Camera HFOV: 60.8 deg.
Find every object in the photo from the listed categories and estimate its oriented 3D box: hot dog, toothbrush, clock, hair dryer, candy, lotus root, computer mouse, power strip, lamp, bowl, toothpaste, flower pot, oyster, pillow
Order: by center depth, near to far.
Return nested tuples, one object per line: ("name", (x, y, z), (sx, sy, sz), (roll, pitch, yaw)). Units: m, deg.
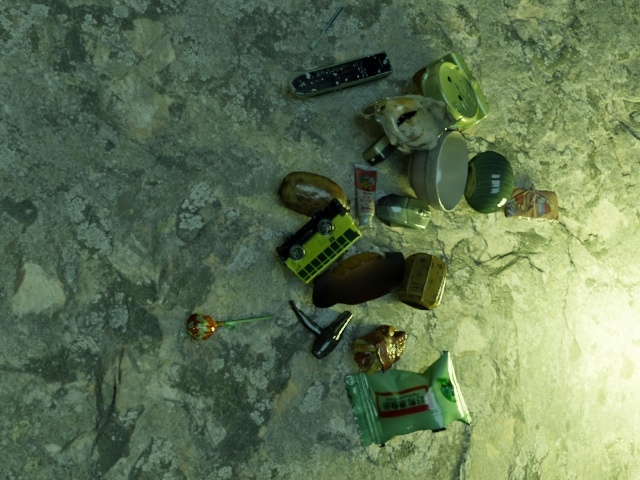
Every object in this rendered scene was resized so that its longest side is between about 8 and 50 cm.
("candy", (-0.282, 0.256, 1.719), (0.288, 0.078, 0.084), (-5, 48, -31))
("hair dryer", (-0.014, 0.263, 1.821), (0.219, 0.075, 0.195), (43, 61, -4))
("lotus root", (-0.014, -0.147, 1.827), (0.261, 0.128, 0.145), (17, 92, -16))
("hot dog", (0.115, 0.114, 1.852), (0.327, 0.107, 0.193), (-3, 102, -17))
("hot dog", (0.206, 0.366, 1.857), (0.213, 0.103, 0.146), (-31, 77, -24))
("oyster", (0.299, -0.404, 1.861), (0.276, 0.100, 0.270), (-23, 62, 5))
("candy", (0.299, 0.546, 1.871), (0.399, 0.172, 0.262), (-13, 78, -2))
("lamp", (0.359, 0.145, 1.923), (0.161, 0.161, 0.184), (24, 76, -17))
("toothpaste", (0.161, -0.157, 1.939), (0.090, 0.057, 0.233), (7, 73, -19))
("bowl", (0.412, -0.251, 1.957), (0.287, 0.144, 0.286), (-20, 114, -53))
("power strip", (0.261, -0.372, 1.968), (0.070, 0.105, 0.256), (46, 71, -8))
("toothbrush", (0.021, -0.772, 1.972), (0.019, 0.016, 0.219), (35, 74, -5))
("computer mouse", (0.311, -0.106, 1.975), (0.232, 0.071, 0.125), (9, 81, -20))
("clock", (0.468, -0.525, 2.001), (0.348, 0.117, 0.286), (-37, 98, -44))
("flower pot", (0.625, -0.219, 2.044), (0.157, 0.189, 0.242), (8, 71, -14))
("pillow", (0.847, -0.143, 2.198), (0.249, 0.049, 0.135), (4, 82, -16))

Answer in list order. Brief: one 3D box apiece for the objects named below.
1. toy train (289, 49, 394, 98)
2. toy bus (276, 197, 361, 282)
("toy train", (0.063, -0.575, 1.925), (0.407, 0.088, 0.086), (-21, 90, -22))
("toy bus", (0.000, 0.000, 1.757), (0.262, 0.128, 0.150), (-41, 117, 6))
